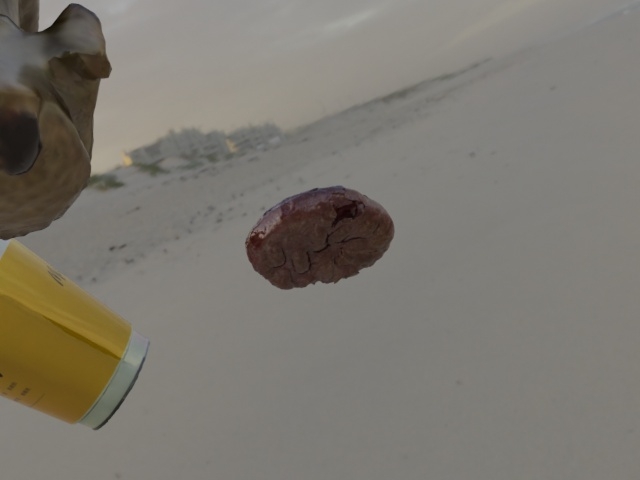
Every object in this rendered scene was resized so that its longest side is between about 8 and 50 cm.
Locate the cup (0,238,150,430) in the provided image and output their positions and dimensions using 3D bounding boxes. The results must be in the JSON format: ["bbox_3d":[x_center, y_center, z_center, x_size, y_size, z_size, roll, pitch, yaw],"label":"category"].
[{"bbox_3d":[-0.354,0.103,1.039,0.196,0.280,0.196,-48,20,24],"label":"cup"}]

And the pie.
[{"bbox_3d":[0.000,0.000,0.879,0.154,0.036,0.154,-12,-35,-9],"label":"pie"}]

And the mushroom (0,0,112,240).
[{"bbox_3d":[-0.248,-0.037,0.418,0.345,0.260,0.345,-54,0,0],"label":"mushroom"}]
